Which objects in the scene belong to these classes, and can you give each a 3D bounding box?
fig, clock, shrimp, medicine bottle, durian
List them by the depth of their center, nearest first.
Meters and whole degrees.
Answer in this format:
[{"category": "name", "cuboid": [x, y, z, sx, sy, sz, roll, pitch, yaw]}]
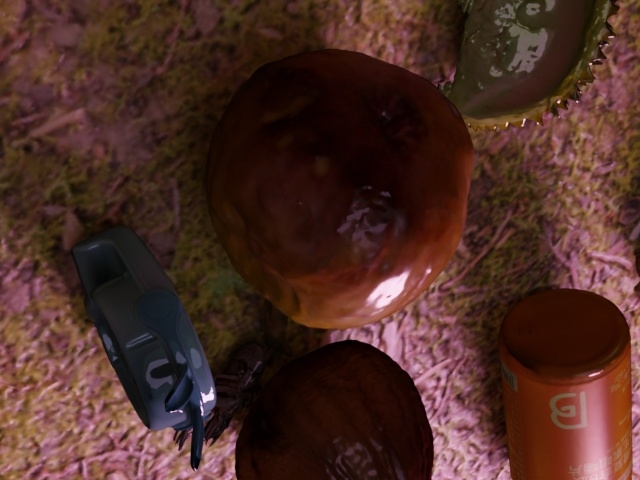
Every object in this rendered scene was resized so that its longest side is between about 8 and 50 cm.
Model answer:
[{"category": "clock", "cuboid": [-0.097, 0.066, 0.869, 0.045, 0.147, 0.108, -24, 130, -14]}, {"category": "fig", "cuboid": [0.000, 0.000, 0.908, 0.159, 0.159, 0.257, -12, 148, -23]}, {"category": "durian", "cuboid": [0.128, -0.134, 0.930, 0.100, 0.086, 0.215, 16, 113, -1]}, {"category": "fig", "cuboid": [0.033, 0.166, 0.973, 0.133, 0.201, 0.146, -24, 140, -21]}, {"category": "shrimp", "cuboid": [-0.062, 0.107, 1.002, 0.092, 0.029, 0.038, -47, 141, 14]}, {"category": "medicine bottle", "cuboid": [0.187, 0.136, 1.121, 0.096, 0.096, 0.192, -22, 129, -16]}]

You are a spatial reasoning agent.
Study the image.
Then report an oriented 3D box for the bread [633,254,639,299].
[{"category": "bread", "cuboid": [0.320, 0.039, 1.156, 0.147, 0.127, 0.152, -41, 166, -2]}]
